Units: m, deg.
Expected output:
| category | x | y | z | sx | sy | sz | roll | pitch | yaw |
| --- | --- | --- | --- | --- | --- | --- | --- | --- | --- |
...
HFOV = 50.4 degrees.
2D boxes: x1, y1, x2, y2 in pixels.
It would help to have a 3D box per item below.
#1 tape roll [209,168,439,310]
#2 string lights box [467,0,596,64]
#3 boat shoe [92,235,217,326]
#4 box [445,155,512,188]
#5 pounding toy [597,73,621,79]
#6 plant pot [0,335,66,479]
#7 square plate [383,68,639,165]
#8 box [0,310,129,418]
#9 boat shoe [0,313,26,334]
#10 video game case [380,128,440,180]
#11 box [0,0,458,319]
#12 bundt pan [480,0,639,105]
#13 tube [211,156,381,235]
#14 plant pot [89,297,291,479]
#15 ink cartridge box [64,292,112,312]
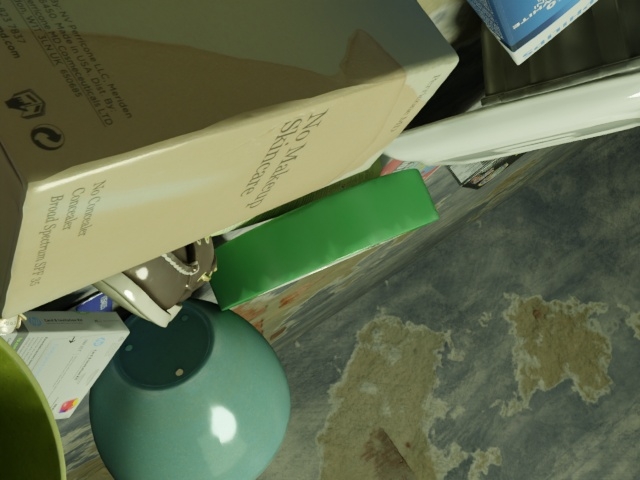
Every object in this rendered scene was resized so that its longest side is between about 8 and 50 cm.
| category | x | y | z | sx | sy | sz | roll | pitch | yaw |
| --- | --- | --- | --- | --- | --- | --- | --- | --- | --- |
| tape roll | 0.000 | 0.000 | 0.930 | 0.321 | 0.077 | 0.321 | -24 | 177 | -1 |
| string lights box | 0.095 | -0.203 | 0.403 | 0.076 | 0.133 | 0.259 | -39 | 169 | 18 |
| boat shoe | -0.147 | 0.009 | 0.597 | 0.097 | 0.116 | 0.324 | -51 | 180 | -9 |
| box | 0.410 | -0.215 | 1.454 | 0.270 | 0.060 | 0.216 | -38 | 168 | 18 |
| pounding toy | 0.378 | -0.237 | 1.029 | 0.269 | 0.155 | 0.154 | -16 | 157 | -50 |
| plant pot | -0.389 | 0.204 | 0.478 | 0.293 | 0.275 | 0.274 | -21 | 175 | 25 |
| square plate | 0.286 | -0.151 | 0.901 | 0.347 | 0.049 | 0.344 | -10 | -179 | 28 |
| box | -0.313 | 0.136 | 0.711 | 0.145 | 0.038 | 0.186 | -52 | 151 | 17 |
| boat shoe | -0.281 | 0.056 | 0.581 | 0.170 | 0.059 | 0.063 | -37 | 168 | 5 |
| video game case | 0.145 | -0.125 | 1.152 | 0.204 | 0.025 | 0.285 | -43 | 166 | 36 |
| box | -0.072 | -0.087 | 0.432 | 0.311 | 0.121 | 0.148 | -26 | 165 | -37 |
| bundt pan | 0.312 | -0.242 | 0.694 | 0.330 | 0.124 | 0.331 | -16 | -170 | 3 |
| tube | -0.034 | -0.064 | 0.824 | 0.240 | 0.062 | 0.070 | -25 | 124 | -29 |
| plant pot | -0.194 | 0.193 | 0.940 | 0.290 | 0.290 | 0.195 | -31 | 145 | -19 |
| ink cartridge box | -0.351 | 0.161 | 0.848 | 0.224 | 0.045 | 0.223 | -30 | 167 | -26 |
